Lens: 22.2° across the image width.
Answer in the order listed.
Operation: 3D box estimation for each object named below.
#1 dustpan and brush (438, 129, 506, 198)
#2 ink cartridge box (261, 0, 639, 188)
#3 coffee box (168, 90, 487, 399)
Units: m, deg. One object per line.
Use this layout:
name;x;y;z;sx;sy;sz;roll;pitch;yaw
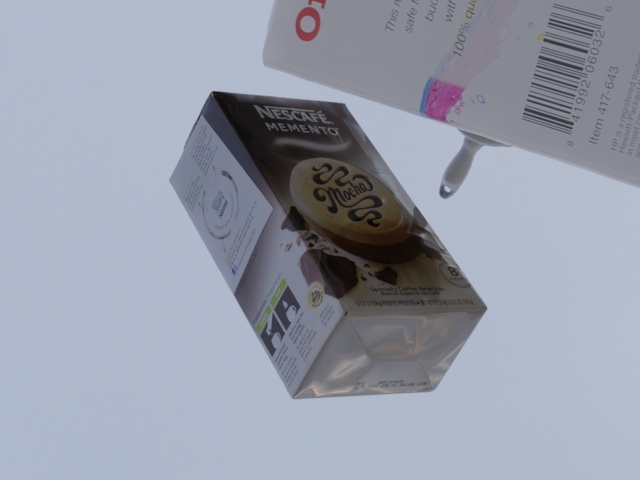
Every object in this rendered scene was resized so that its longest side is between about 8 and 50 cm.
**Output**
dustpan and brush;0.155;-0.118;1.539;0.211;0.147;0.060;-62;-12;27
ink cartridge box;0.061;-0.071;0.410;0.090;0.143;0.092;-1;-70;-56
coffee box;0.000;0.000;1.532;0.168;0.297;0.119;0;-47;-37
